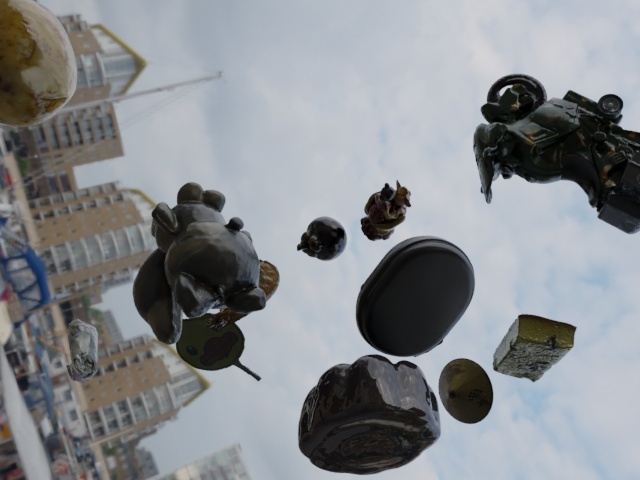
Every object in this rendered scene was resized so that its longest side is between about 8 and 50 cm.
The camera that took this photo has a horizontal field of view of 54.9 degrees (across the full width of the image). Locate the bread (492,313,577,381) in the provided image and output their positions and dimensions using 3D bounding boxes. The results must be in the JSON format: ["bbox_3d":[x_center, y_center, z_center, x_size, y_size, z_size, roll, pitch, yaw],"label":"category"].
[{"bbox_3d":[0.549,0.291,1.618,0.361,0.138,0.077,79,23,-64],"label":"bread"}]

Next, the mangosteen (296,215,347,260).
[{"bbox_3d":[0.000,0.000,1.749,0.137,0.151,0.137,43,-37,43],"label":"mangosteen"}]

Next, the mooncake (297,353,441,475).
[{"bbox_3d":[0.104,0.379,1.327,0.154,0.305,0.306,-89,-174,-45],"label":"mooncake"}]

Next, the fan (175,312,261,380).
[{"bbox_3d":[-0.318,0.350,1.961,0.335,0.229,0.011,39,21,-16],"label":"fan"}]

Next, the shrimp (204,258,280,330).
[{"bbox_3d":[-0.210,0.135,1.582,0.133,0.236,0.053,46,-14,13],"label":"shrimp"}]

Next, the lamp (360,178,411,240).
[{"bbox_3d":[0.184,-0.091,1.665,0.118,0.118,0.253,62,-24,23],"label":"lamp"}]

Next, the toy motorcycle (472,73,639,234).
[{"bbox_3d":[0.308,-0.099,0.779,0.274,0.187,0.125,32,-12,22],"label":"toy motorcycle"}]

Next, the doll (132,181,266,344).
[{"bbox_3d":[-0.280,0.093,1.442,0.382,0.252,0.379,60,-41,45],"label":"doll"}]

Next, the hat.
[{"bbox_3d":[0.401,0.442,1.793,0.193,0.082,0.193,-5,-97,47],"label":"hat"}]

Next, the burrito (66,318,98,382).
[{"bbox_3d":[-0.500,0.227,1.294,0.203,0.064,0.064,-129,-150,-60],"label":"burrito"}]

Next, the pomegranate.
[{"bbox_3d":[-0.507,-0.295,1.016,0.215,0.215,0.216,44,-37,47],"label":"pomegranate"}]

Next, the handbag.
[{"bbox_3d":[0.221,0.133,1.432,0.308,0.253,0.093,-54,-157,9],"label":"handbag"}]
